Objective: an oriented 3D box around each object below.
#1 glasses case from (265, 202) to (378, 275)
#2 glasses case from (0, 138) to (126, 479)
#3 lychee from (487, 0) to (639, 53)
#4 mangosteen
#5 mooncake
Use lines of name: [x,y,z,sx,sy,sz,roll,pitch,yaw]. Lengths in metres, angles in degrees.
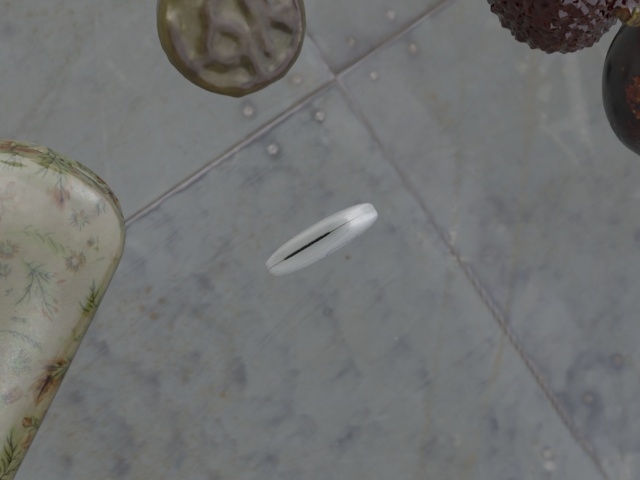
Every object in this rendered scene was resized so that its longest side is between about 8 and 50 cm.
glasses case: [0.000,0.000,1.417,0.076,0.197,0.049,-23,84,-55]
glasses case: [-0.302,0.118,0.802,0.156,0.098,0.425,25,103,-18]
lychee: [0.372,-0.409,1.461,0.300,0.264,0.264,42,55,6]
mangosteen: [0.425,-0.173,1.077,0.192,0.217,0.192,-22,122,-41]
mooncake: [-0.170,-0.419,1.852,0.284,0.155,0.285,-3,112,-7]
